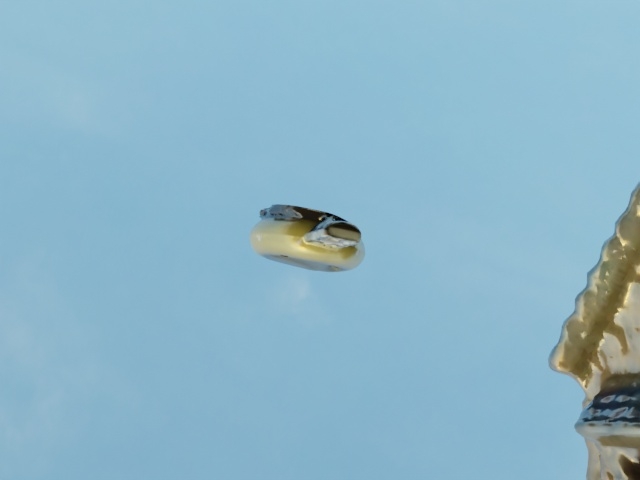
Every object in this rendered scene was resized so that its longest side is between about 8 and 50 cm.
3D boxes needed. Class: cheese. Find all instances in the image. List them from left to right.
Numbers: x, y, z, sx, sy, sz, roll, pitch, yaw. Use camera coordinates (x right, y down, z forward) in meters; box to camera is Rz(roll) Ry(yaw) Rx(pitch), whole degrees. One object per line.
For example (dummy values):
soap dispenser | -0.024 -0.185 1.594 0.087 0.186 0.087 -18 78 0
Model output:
cheese | 0.000 -0.001 1.045 0.086 0.162 0.036 16 -97 -11

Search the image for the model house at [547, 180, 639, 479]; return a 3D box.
model house | 0.433 0.090 1.170 0.395 0.445 0.400 -3 -94 -43
